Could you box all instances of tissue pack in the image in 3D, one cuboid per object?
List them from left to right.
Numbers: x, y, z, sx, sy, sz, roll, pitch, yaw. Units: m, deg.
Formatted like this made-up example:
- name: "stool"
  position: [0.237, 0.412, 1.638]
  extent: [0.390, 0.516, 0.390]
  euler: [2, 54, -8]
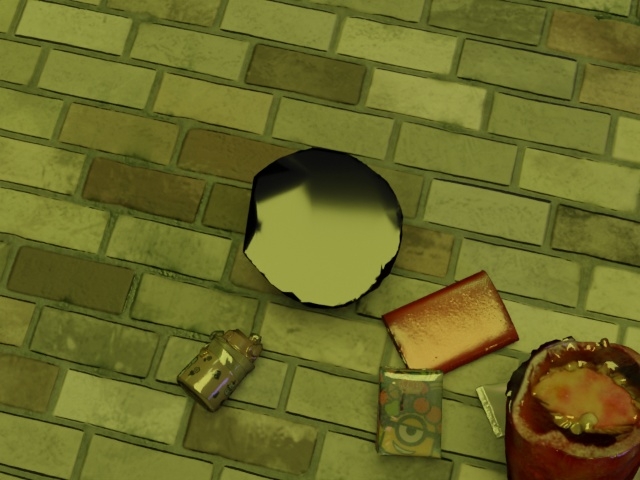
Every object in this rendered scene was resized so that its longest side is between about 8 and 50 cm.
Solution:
- name: "tissue pack"
  position: [0.149, 0.288, 1.831]
  extent: [0.109, 0.060, 0.148]
  euler: [2, 92, 1]

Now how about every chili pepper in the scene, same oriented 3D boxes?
- name: "chili pepper"
  position: [0.403, 0.309, 1.737]
  extent: [0.229, 0.305, 0.251]
  euler: [30, 62, 20]

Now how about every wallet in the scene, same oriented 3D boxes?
- name: "wallet"
  position: [0.226, 0.152, 1.906]
  extent: [0.204, 0.045, 0.142]
  euler: [-24, 71, -7]

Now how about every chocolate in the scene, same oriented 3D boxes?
- name: "chocolate"
  position: [0.000, 0.000, 1.895]
  extent: [0.284, 0.186, 0.283]
  euler: [2, 74, -7]

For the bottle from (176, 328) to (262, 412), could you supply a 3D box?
- name: "bottle"
  position: [-0.168, 0.211, 1.880]
  extent: [0.099, 0.099, 0.152]
  euler: [37, 72, 13]

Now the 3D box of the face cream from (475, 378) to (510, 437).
- name: "face cream"
  position: [0.394, 0.249, 1.865]
  extent: [0.244, 0.058, 0.092]
  euler: [-22, 76, 1]
